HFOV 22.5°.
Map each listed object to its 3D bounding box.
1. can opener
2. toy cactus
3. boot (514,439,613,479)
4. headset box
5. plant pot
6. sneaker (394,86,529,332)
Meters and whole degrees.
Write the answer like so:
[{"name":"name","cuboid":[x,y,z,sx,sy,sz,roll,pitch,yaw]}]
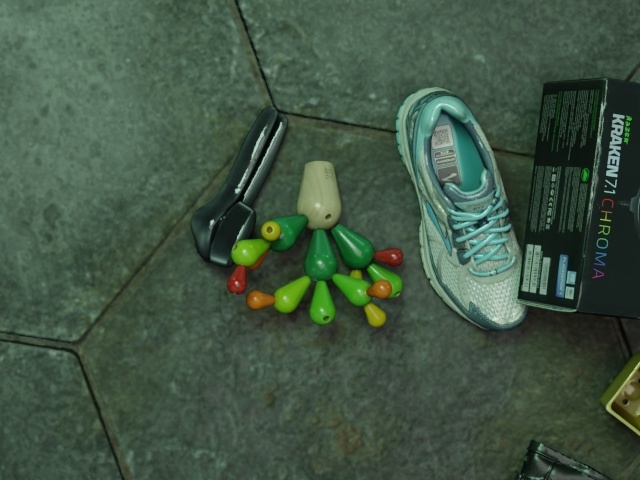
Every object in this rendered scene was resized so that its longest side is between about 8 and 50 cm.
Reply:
[{"name":"can opener","cuboid":[-0.083,-0.058,1.753,0.073,0.059,0.186,21,79,20]},{"name":"toy cactus","cuboid":[0.000,0.000,1.731,0.219,0.112,0.180,7,69,-23]},{"name":"boot","cuboid":[0.263,0.289,1.806,0.121,0.045,0.099,25,87,1]},{"name":"headset box","cuboid":[0.376,-0.033,1.737,0.283,0.131,0.246,8,90,-23]},{"name":"plant pot","cuboid":[0.359,0.174,1.793,0.081,0.083,0.081,38,87,-6]},{"name":"sneaker","cuboid":[0.155,-0.029,1.744,0.110,0.122,0.283,-22,94,-5]}]
